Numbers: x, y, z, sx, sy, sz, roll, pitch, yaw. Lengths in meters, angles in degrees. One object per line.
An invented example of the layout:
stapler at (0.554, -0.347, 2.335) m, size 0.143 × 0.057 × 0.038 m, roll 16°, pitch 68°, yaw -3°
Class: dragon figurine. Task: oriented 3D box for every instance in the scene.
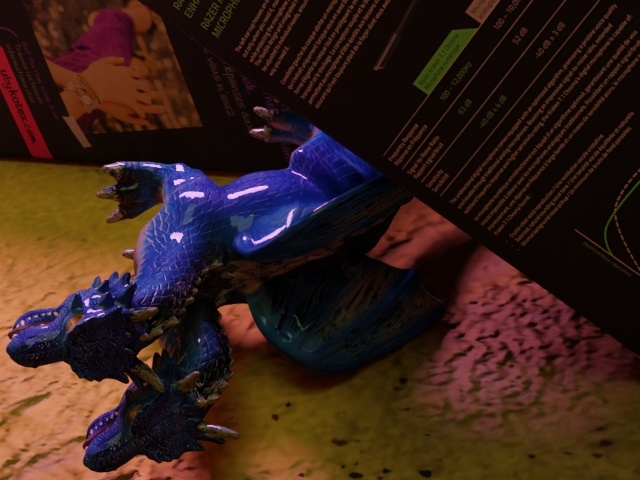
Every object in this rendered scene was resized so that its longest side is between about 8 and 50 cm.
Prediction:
dragon figurine at (0.000, 0.000, 0.581) m, size 0.289 × 0.085 × 0.144 m, roll -21°, pitch 32°, yaw -23°

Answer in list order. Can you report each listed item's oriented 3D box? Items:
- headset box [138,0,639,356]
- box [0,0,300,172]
headset box at (0.095, -0.125, 0.572) m, size 0.283 × 0.131 × 0.246 m, roll 36°, pitch 40°, yaw -1°
box at (-0.101, -0.143, 0.798) m, size 0.270 × 0.143 × 0.165 m, roll 6°, pitch 35°, yaw 26°
